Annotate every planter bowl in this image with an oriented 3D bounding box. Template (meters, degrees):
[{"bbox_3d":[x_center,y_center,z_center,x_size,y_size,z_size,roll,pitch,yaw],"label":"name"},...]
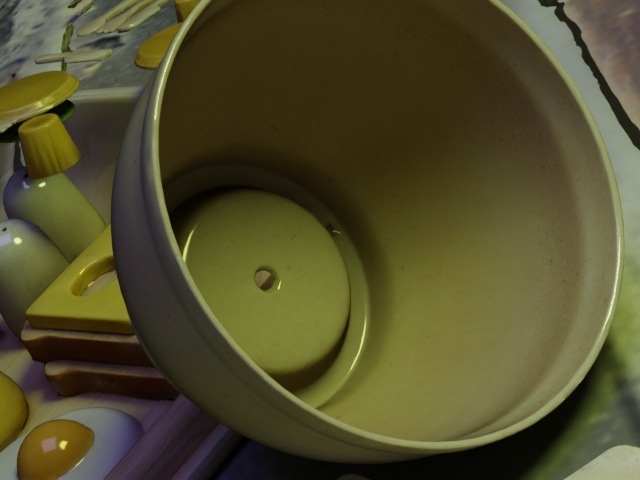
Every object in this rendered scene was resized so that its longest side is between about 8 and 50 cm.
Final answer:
[{"bbox_3d":[0.000,0.000,0.599,0.162,0.162,0.109,-49,8,-33],"label":"planter bowl"}]

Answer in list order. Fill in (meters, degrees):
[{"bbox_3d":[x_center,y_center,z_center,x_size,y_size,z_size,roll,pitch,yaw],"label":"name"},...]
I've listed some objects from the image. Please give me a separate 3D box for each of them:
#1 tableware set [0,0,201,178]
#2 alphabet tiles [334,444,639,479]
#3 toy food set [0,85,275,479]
[{"bbox_3d":[-0.081,-0.070,0.789,0.104,0.024,0.154,-1,29,37],"label":"tableware set"},{"bbox_3d":[-0.002,0.154,0.449,0.278,0.021,0.284,-31,24,-5],"label":"alphabet tiles"},{"bbox_3d":[-0.128,0.038,0.703,0.219,0.092,0.306,1,40,45],"label":"toy food set"}]
